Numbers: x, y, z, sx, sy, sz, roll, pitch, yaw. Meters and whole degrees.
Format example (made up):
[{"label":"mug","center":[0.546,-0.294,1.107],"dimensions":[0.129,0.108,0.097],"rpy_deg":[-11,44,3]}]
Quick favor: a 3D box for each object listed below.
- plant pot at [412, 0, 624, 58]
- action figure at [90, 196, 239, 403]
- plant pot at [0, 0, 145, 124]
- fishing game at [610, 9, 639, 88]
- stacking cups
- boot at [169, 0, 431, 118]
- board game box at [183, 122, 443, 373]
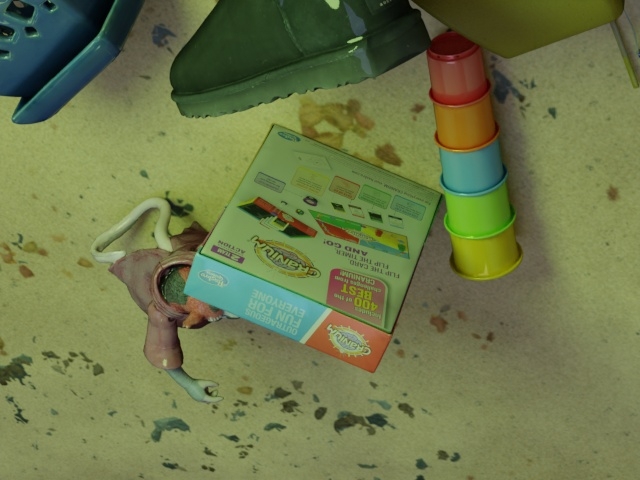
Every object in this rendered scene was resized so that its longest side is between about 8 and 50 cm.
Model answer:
[{"label":"plant pot","center":[0.210,-0.316,1.564],"dimensions":[0.212,0.212,0.187],"rpy_deg":[-17,133,33]},{"label":"action figure","center":[-0.149,0.036,1.928],"dimensions":[0.248,0.370,0.275],"rpy_deg":[-44,91,2]},{"label":"plant pot","center":[-0.334,-0.292,1.778],"dimensions":[0.212,0.236,0.236],"rpy_deg":[37,134,-21]},{"label":"fishing game","center":[0.444,-0.232,1.645],"dimensions":[0.264,0.041,0.189],"rpy_deg":[-8,126,38]},{"label":"stacking cups","center":[0.174,-0.101,1.833],"dimensions":[0.096,0.096,0.316],"rpy_deg":[0,127,22]},{"label":"boot","center":[-0.101,-0.362,1.517],"dimensions":[0.367,0.146,0.445],"rpy_deg":[-8,112,48]},{"label":"board game box","center":[0.000,0.000,1.829],"dimensions":[0.242,0.316,0.064],"rpy_deg":[23,126,2]}]
